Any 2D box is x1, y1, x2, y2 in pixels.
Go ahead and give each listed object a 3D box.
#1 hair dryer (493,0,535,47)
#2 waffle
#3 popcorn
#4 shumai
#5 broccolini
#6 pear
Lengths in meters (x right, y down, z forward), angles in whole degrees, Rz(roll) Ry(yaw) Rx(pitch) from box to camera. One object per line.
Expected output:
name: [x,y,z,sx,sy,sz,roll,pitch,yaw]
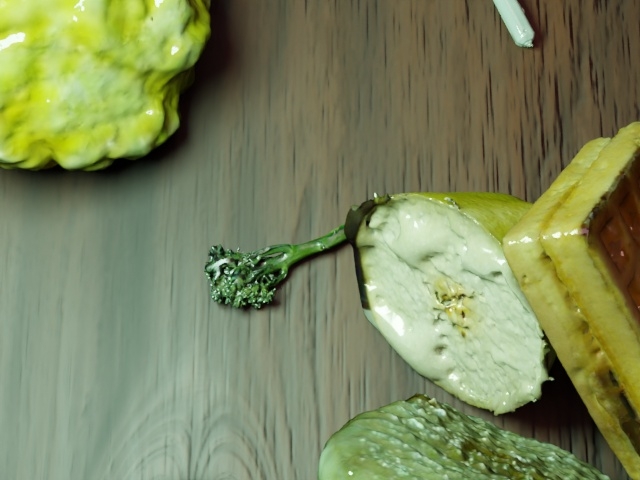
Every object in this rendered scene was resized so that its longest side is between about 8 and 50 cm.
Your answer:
hair dryer: [0.207,-0.272,1.890,0.082,0.047,0.137,-23,75,-7]
waffle: [0.313,0.076,1.601,0.224,0.098,0.328,-45,113,-43]
popcorn: [-0.265,-0.228,1.762,0.293,0.292,0.334,28,77,7]
shumai: [0.126,0.345,1.535,0.324,0.397,0.323,30,103,33]
broccolini: [0.001,0.003,1.783,0.254,0.057,0.071,-22,112,-3]
pear: [0.171,0.032,1.699,0.178,0.267,0.267,-31,69,-34]
